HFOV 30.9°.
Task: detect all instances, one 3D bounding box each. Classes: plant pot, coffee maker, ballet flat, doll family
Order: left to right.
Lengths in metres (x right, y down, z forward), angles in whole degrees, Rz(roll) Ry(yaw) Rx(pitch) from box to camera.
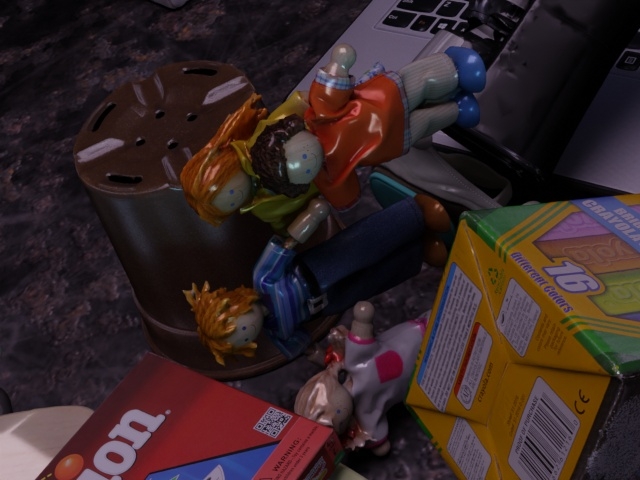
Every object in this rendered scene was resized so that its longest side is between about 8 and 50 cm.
[{"bbox_3d":[-0.077,-0.020,0.782,0.167,0.165,0.167,-12,45,13],"label":"plant pot"},{"bbox_3d":[0.000,0.000,0.675,0.163,0.263,0.118,-25,35,-25],"label":"doll family"},{"bbox_3d":[0.112,-0.012,0.763,0.068,0.072,0.213,-33,44,-15],"label":"ballet flat"},{"bbox_3d":[0.158,-0.127,0.752,0.171,0.120,0.178,34,96,35],"label":"coffee maker"}]

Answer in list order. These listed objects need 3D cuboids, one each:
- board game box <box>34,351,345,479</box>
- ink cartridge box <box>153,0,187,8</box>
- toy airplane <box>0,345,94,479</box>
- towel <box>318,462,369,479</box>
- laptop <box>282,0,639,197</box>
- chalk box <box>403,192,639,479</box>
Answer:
[{"bbox_3d":[-0.124,0.184,0.584,0.145,0.027,0.281,16,54,37],"label":"board game box"},{"bbox_3d":[-0.163,-0.303,1.162,0.150,0.063,0.109,28,63,40],"label":"ink cartridge box"},{"bbox_3d":[-0.376,0.169,0.695,0.386,0.272,0.384,32,76,5],"label":"toy airplane"},{"bbox_3d":[-0.056,0.273,0.553,0.320,0.090,0.374,24,61,41],"label":"towel"},{"bbox_3d":[0.195,-0.269,0.855,0.382,0.236,0.408,18,58,36],"label":"laptop"},{"bbox_3d":[0.175,0.061,0.596,0.213,0.132,0.132,-5,36,-28],"label":"chalk box"}]
